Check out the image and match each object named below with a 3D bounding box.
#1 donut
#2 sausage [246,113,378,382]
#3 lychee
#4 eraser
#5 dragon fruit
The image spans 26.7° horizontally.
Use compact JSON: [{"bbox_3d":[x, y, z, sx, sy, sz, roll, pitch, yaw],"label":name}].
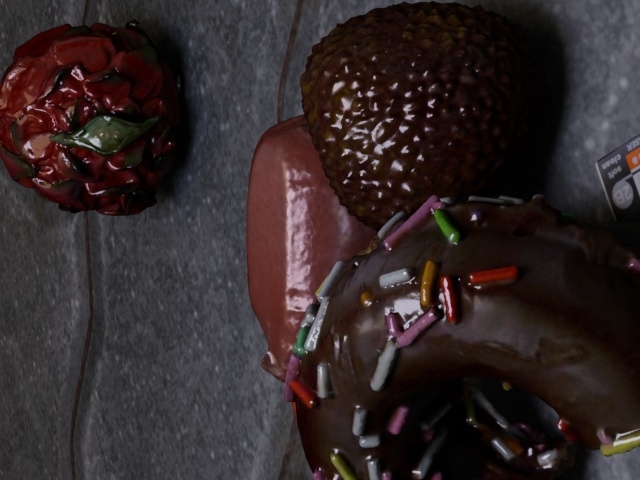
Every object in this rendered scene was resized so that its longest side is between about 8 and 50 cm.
[{"bbox_3d":[0.105,0.110,0.990,0.259,0.136,0.345,36,127,0],"label":"donut"},{"bbox_3d":[0.000,0.000,1.223,0.148,0.148,0.254,22,115,53],"label":"sausage"},{"bbox_3d":[0.079,-0.096,1.058,0.194,0.194,0.194,8,100,55],"label":"lychee"},{"bbox_3d":[0.247,-0.058,0.943,0.122,0.029,0.052,-36,64,52],"label":"eraser"},{"bbox_3d":[-0.263,-0.140,1.563,0.293,0.233,0.234,-112,24,-81],"label":"dragon fruit"}]
